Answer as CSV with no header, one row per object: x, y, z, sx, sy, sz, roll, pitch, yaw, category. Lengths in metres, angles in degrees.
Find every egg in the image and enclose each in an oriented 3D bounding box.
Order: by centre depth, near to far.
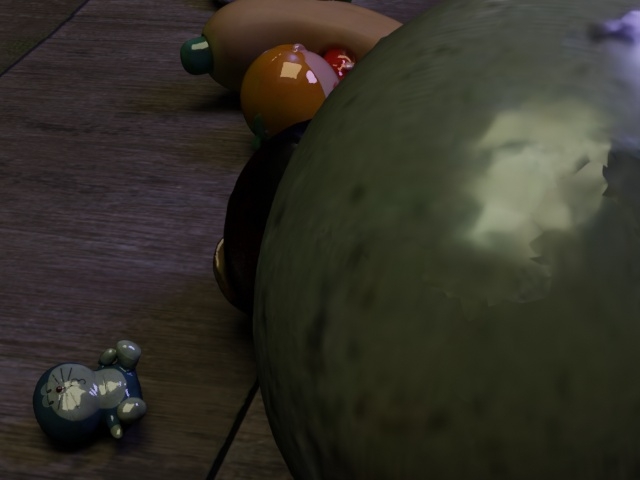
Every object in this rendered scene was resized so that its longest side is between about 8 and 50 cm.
0.135,0.028,0.740,0.344,0.345,0.428,9,37,20,egg

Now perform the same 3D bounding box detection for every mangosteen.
0.000,0.000,1.018,0.194,0.194,0.230,-27,9,-35,mangosteen

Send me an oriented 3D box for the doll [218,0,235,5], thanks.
-0.112,-0.423,1.780,0.175,0.149,0.278,16,32,-35,doll

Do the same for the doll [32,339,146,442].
-0.169,0.119,0.939,0.083,0.050,0.076,-8,49,-10,doll

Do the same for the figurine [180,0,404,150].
-0.001,-0.174,1.350,0.324,0.124,0.222,28,43,36,figurine
